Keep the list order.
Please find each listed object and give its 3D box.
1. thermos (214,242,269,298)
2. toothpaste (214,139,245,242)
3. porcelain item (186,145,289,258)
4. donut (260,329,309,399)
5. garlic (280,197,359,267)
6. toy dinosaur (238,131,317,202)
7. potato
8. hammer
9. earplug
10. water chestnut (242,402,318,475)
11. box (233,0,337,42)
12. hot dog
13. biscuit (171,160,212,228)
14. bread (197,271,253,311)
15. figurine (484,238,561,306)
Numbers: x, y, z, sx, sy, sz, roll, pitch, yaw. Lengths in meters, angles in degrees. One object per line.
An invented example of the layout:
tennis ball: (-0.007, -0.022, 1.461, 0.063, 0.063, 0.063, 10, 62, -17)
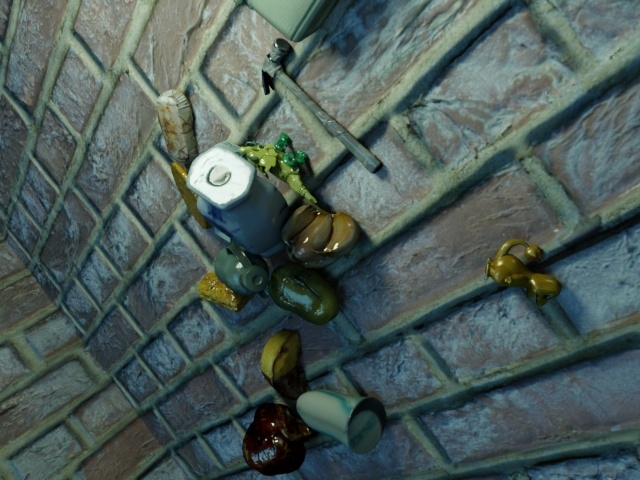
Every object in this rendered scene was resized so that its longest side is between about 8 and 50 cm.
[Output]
thermos: (-0.244, 0.086, 1.887, 0.182, 0.145, 0.286, 61, 164, -15)
toothpaste: (-0.291, -0.151, 1.912, 0.081, 0.067, 0.336, 29, 132, 26)
porcelain item: (-0.217, -0.089, 1.686, 0.243, 0.178, 0.405, 32, 167, 21)
donut: (-0.143, 0.457, 2.120, 0.112, 0.151, 0.294, 19, 128, 45)
garlic: (0.000, 0.000, 1.695, 0.214, 0.191, 0.160, 22, 154, 16)
toy dinosaur: (-0.094, -0.201, 1.659, 0.259, 0.153, 0.094, 38, 138, 5)
potato: (-0.053, 0.164, 1.849, 0.248, 0.143, 0.169, 32, 147, 20)
hammer: (0.004, -0.334, 1.554, 0.427, 0.044, 0.152, 44, 137, 9)
earplug: (0.040, 0.584, 2.034, 0.324, 0.185, 0.184, 5, 119, 47)
water chestnut: (-0.156, 0.754, 2.245, 0.245, 0.289, 0.288, 18, 128, 19)
box: (-0.036, -0.602, 1.333, 0.182, 0.175, 0.312, 45, 137, -2)
hot dog: (-0.459, -0.362, 1.926, 0.131, 0.069, 0.252, 13, 127, 25)
biscuit: (-0.426, -0.148, 1.993, 0.254, 0.035, 0.254, 51, 159, 27)
bread: (-0.344, 0.179, 2.141, 0.211, 0.114, 0.083, 13, 140, 35)
figurine: (0.475, 0.069, 1.378, 0.176, 0.121, 0.122, 29, 106, 7)
